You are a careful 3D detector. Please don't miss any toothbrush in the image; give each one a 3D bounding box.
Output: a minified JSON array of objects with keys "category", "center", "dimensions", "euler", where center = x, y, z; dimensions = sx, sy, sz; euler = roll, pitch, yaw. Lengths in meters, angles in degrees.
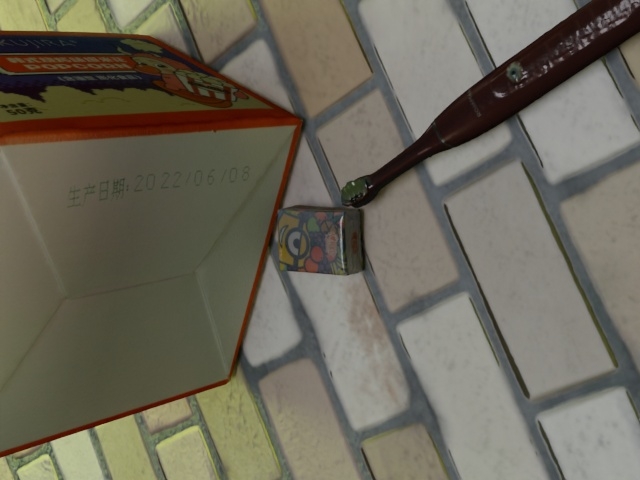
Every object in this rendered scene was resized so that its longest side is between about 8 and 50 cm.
[{"category":"toothbrush","center":[0.142,-0.116,0.832],"dimensions":[0.364,0.041,0.040],"euler":[-33,76,39]}]

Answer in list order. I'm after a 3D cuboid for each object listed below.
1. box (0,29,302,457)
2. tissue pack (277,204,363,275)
[{"category":"box","center":[-0.253,-0.015,0.983],"dimensions":[0.257,0.349,0.318],"euler":[31,117,33]},{"category":"tissue pack","center":[0.000,0.000,0.976],"dimensions":[0.083,0.035,0.063],"euler":[5,100,38]}]
